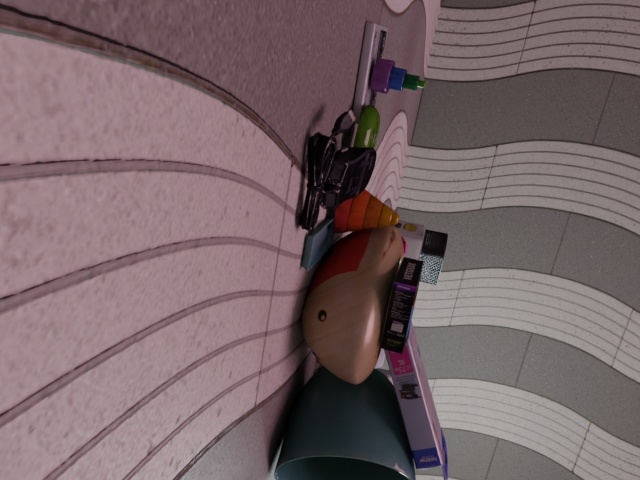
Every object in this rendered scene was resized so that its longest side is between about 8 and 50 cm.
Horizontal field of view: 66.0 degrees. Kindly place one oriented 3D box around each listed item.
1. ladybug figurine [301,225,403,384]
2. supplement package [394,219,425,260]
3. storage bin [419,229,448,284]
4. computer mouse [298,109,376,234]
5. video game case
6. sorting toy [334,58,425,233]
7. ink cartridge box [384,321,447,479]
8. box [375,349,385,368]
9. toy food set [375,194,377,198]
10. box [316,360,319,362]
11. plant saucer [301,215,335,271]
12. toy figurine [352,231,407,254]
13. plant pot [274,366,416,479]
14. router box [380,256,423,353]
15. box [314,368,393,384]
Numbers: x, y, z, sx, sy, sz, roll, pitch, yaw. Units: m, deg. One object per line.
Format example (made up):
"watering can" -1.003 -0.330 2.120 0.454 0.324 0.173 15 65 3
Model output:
"ladybug figurine" 0.076 0.115 1.072 0.449 0.162 0.304 -51 151 -64
"supplement package" 0.274 0.041 1.868 0.263 0.200 0.197 -43 144 -71
"storage bin" 0.406 0.062 1.808 0.180 0.085 0.122 89 17 -45
"computer mouse" 0.029 -0.139 0.828 0.262 0.060 0.183 -42 149 -51
"video game case" 0.104 -0.351 1.037 0.173 0.022 0.190 -51 151 -65
"sorting toy" 0.131 -0.176 1.001 0.127 0.126 0.365 -8 114 -78
"ink cartridge box" 0.204 0.338 1.046 0.186 0.065 0.310 -15 88 -77
"box" 0.101 0.230 1.305 0.038 0.186 0.145 0 106 -41
"toy food set" 0.149 -0.089 1.573 0.077 0.019 0.122 87 27 -54
"box" 0.041 0.265 1.281 0.028 0.081 0.136 -48 149 -67
"plant saucer" 0.000 0.000 0.939 0.192 0.018 0.067 -47 148 -71
"toy figurine" 0.177 0.011 1.459 0.173 0.160 0.129 7 96 -78
"plant pot" 0.063 0.417 1.090 0.292 0.294 0.235 91 6 -46
"router box" 0.160 0.119 0.953 0.179 0.046 0.133 -41 142 -70
"box" 0.113 0.483 1.418 0.345 0.169 0.214 25 72 -64
